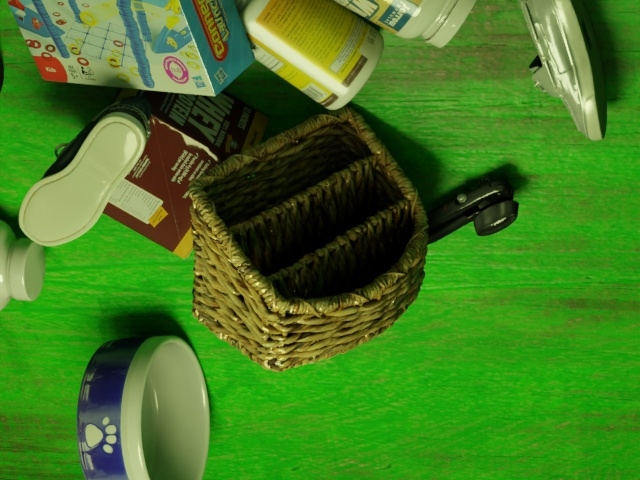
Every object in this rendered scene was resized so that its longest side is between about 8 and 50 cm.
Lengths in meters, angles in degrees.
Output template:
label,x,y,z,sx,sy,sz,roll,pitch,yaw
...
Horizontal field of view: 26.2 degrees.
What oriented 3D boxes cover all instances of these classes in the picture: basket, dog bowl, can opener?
label,x,y,z,sx,sy,sz,roll,pitch,yaw
basket,0.000,0.000,1.754,0.213,0.299,0.223,32,135,35
dog bowl,-0.264,0.277,2.083,0.104,0.265,0.265,-3,127,18
can opener,0.187,-0.036,1.877,0.186,0.073,0.059,-21,129,36

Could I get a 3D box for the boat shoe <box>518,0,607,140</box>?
label,x,y,z,sx,sy,sz,roll,pitch,yaw
boat shoe,0.298,-0.224,1.699,0.081,0.079,0.227,-8,120,26

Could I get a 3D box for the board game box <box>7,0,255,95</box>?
label,x,y,z,sx,sy,sz,roll,pitch,yaw
board game box,-0.262,-0.331,1.646,0.308,0.086,0.302,9,133,36

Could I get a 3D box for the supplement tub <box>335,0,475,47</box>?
label,x,y,z,sx,sy,sz,roll,pitch,yaw
supplement tub,0.083,-0.326,1.612,0.200,0.144,0.144,27,128,-10

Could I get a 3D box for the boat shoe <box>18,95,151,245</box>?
label,x,y,z,sx,sy,sz,roll,pitch,yaw
boat shoe,-0.299,-0.090,1.754,0.095,0.079,0.254,34,125,-11

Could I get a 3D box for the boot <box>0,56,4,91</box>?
label,x,y,z,sx,sy,sz,roll,pitch,yaw
boot,-0.486,-0.285,1.772,0.115,0.112,0.305,24,143,8

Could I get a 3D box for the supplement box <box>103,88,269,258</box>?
label,x,y,z,sx,sy,sz,roll,pitch,yaw
supplement box,-0.207,-0.117,1.847,0.194,0.129,0.191,30,128,-12

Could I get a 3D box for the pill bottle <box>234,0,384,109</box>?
label,x,y,z,sx,sy,sz,roll,pitch,yaw
pill bottle,-0.035,-0.265,1.703,0.215,0.117,0.117,34,127,-15

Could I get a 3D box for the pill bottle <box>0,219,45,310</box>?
label,x,y,z,sx,sy,sz,roll,pitch,yaw
pill bottle,-0.546,0.034,2.026,0.264,0.146,0.146,4,128,9
